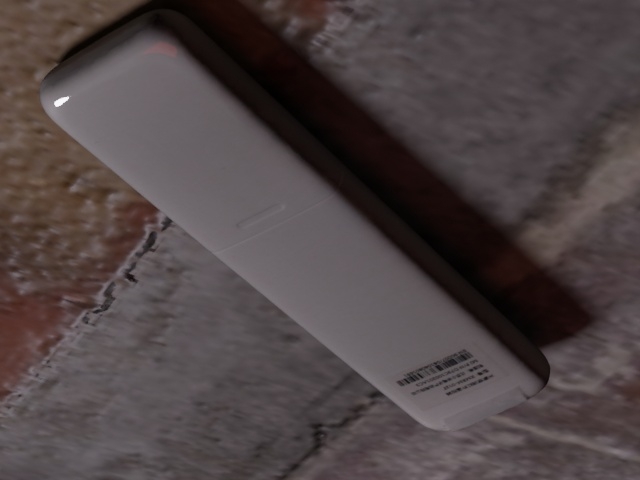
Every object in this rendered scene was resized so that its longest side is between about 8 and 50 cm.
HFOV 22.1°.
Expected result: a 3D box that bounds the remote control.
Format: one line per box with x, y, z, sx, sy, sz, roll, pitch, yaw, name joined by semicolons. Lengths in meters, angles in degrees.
0.000;0.000;0.645;0.067;0.029;0.261;-26;133;27;remote control
